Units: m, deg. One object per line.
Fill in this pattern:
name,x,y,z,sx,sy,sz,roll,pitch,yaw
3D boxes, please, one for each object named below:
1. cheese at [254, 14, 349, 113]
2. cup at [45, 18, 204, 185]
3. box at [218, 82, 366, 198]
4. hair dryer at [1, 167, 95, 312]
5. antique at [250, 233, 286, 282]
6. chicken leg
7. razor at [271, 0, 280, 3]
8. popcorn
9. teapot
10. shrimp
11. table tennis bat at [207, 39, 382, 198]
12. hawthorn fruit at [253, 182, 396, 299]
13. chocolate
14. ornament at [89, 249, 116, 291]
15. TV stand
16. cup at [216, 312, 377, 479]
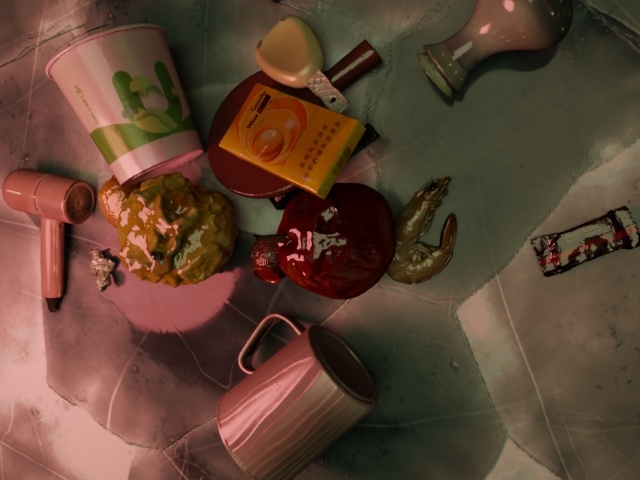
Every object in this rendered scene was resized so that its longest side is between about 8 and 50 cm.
cheese,-0.025,-0.328,1.085,0.127,0.054,0.251,-43,63,10
cup,-0.385,-0.269,1.160,0.253,0.253,0.273,-21,96,17
box,-0.060,-0.193,1.058,0.269,0.043,0.152,30,86,34
hair dryer,-0.651,0.010,1.332,0.190,0.107,0.343,12,104,15
antique,-0.098,0.034,1.172,0.104,0.104,0.103,1,96,16
chicken leg,-0.425,-0.031,1.267,0.108,0.087,0.251,-12,98,27
razor,-0.082,-0.609,1.130,0.106,0.068,0.231,32,98,10
popcorn,-0.301,-0.016,1.159,0.250,0.225,0.249,5,103,23
teapot,0.300,-0.373,0.993,0.251,0.183,0.183,-36,85,28
shrimp,0.208,-0.016,1.103,0.133,0.053,0.235,30,106,13
table tennis bat,-0.058,-0.255,1.139,0.415,0.051,0.268,-37,72,11
hawthorn fruit,0.000,0.000,1.071,0.266,0.210,0.230,0,113,-18
chocolate,0.491,0.004,1.038,0.183,0.028,0.085,-20,87,18
ornament,-0.516,0.069,1.322,0.068,0.041,0.092,-46,73,9
TV stand,0.005,-0.150,1.150,0.257,0.049,0.040,-34,84,16
cup,-0.054,0.311,1.153,0.273,0.288,0.208,-42,119,14
